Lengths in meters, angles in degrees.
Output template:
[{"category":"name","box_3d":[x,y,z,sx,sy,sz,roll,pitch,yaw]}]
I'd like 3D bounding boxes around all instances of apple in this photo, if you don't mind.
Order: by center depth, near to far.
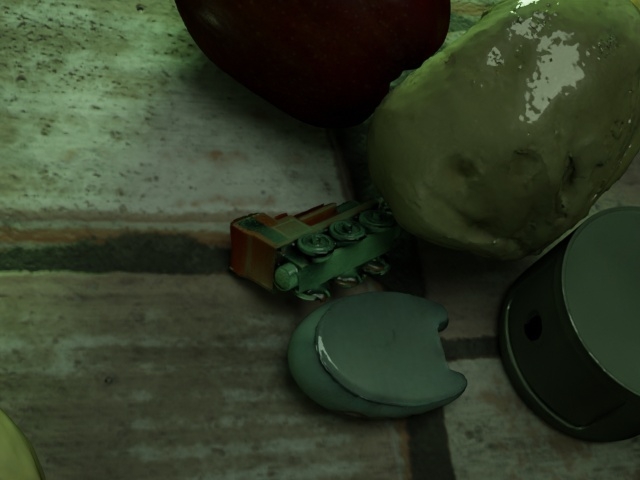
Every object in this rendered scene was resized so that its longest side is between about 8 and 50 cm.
[{"category":"apple","box_3d":[-0.012,-0.287,1.322,0.317,0.288,0.288,48,56,-2]}]

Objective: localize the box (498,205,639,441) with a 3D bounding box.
[{"category":"box","box_3d":[0.326,0.095,1.312,0.226,0.149,0.226,10,61,-18]}]

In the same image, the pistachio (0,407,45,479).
[{"category":"pistachio","box_3d":[-0.366,0.172,0.955,0.309,0.230,0.230,43,56,-6]}]

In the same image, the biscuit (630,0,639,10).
[{"category":"biscuit","box_3d":[0.471,-0.327,1.635,0.429,0.104,0.446,29,59,-5]}]

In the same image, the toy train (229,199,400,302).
[{"category":"toy train","box_3d":[0.000,0.000,1.275,0.118,0.074,0.176,29,39,34]}]

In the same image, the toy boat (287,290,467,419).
[{"category":"toy boat","box_3d":[0.055,0.124,1.251,0.207,0.079,0.134,0,69,-34]}]

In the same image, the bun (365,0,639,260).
[{"category":"bun","box_3d":[0.222,-0.122,1.279,0.234,0.326,0.362,51,34,11]}]
